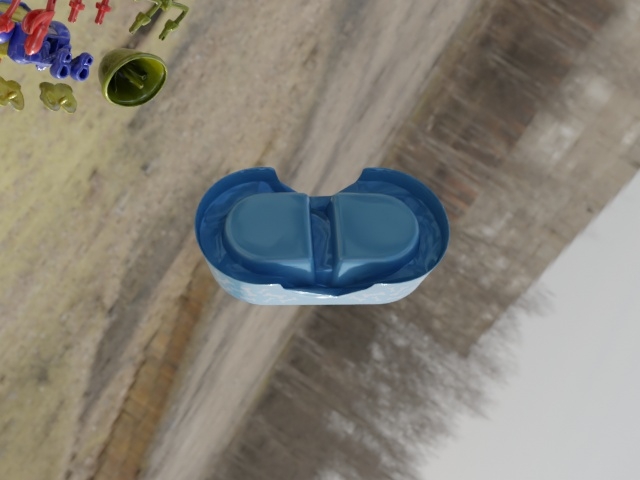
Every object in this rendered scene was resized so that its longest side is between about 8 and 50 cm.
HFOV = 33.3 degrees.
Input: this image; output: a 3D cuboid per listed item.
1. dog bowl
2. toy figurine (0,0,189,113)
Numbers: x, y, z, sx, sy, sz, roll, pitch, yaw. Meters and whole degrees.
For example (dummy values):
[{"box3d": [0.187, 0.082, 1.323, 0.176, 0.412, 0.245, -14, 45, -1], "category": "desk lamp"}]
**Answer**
[{"box3d": [0.000, 0.000, 1.268, 0.074, 0.297, 0.166, 100, -12, -56], "category": "dog bowl"}, {"box3d": [-0.379, -0.301, 1.450, 0.362, 0.217, 0.191, -9, 124, -62], "category": "toy figurine"}]
